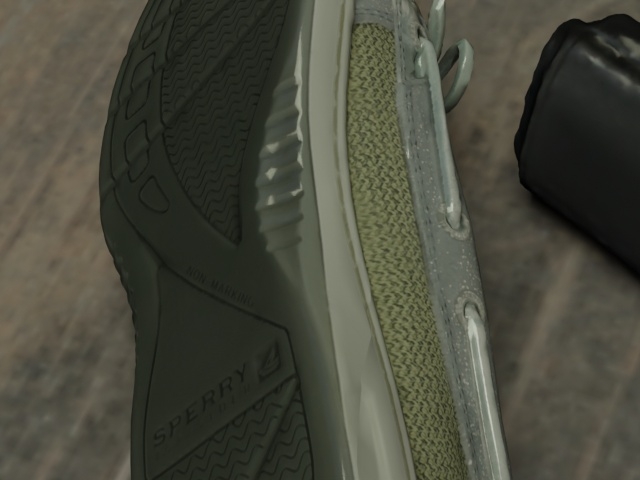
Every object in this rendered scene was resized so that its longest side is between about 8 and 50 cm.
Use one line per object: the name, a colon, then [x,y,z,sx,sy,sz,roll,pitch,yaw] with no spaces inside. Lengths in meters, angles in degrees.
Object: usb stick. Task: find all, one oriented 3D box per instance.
usb stick: [0.170,0.026,0.460,0.045,0.077,0.278,-23,53,-40]

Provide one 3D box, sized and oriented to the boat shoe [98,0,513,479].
boat shoe: [0.002,0.000,0.495,0.118,0.103,0.320,-37,45,33]
